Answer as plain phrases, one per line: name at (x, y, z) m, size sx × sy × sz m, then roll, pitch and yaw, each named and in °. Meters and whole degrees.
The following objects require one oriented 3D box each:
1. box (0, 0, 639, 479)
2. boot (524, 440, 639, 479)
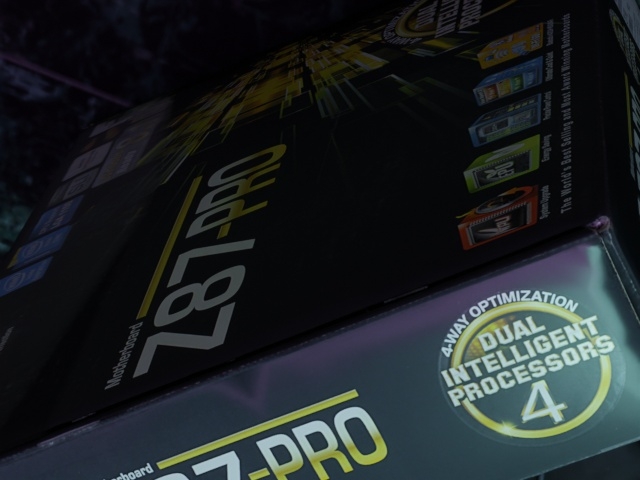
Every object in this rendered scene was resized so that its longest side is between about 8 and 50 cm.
box at (0.000, 0.000, 0.828) m, size 0.318 × 0.395 × 0.097 m, roll -23°, pitch 111°, yaw 18°
boot at (0.227, 0.009, 0.927) m, size 0.445 × 0.146 × 0.367 m, roll -4°, pitch 125°, yaw 12°
